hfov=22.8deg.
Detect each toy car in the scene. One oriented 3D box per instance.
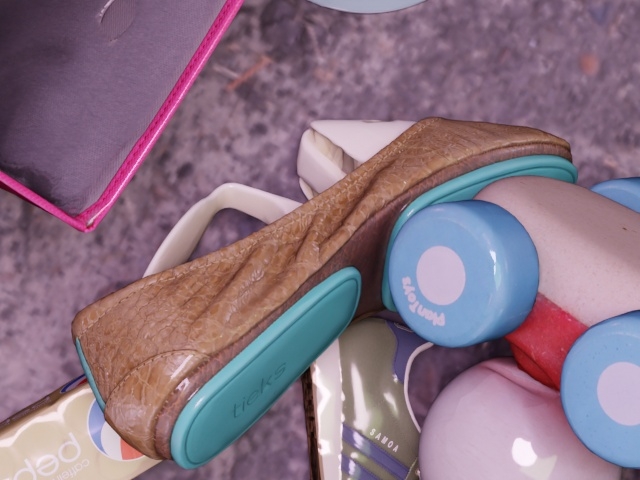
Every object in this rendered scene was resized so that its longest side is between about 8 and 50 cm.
[{"bbox_3d":[0.137,0.105,0.860,0.219,0.210,0.238,-10,127,-51],"label":"toy car"}]

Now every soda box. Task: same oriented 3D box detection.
[{"bbox_3d":[-0.140,0.116,0.906,0.181,0.058,0.061,-30,97,-12],"label":"soda box"}]

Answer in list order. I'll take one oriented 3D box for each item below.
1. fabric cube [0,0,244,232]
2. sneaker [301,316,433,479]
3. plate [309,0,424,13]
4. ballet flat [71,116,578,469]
[{"bbox_3d":[-0.188,-0.195,0.750,0.259,0.258,0.254,37,82,-37],"label":"fabric cube"},{"bbox_3d":[0.038,0.139,0.945,0.086,0.064,0.192,-4,88,-9],"label":"sneaker"},{"bbox_3d":[0.028,-0.233,0.963,0.188,0.024,0.188,0,90,-15],"label":"plate"},{"bbox_3d":[0.000,0.000,0.902,0.342,0.116,0.124,-33,60,-31],"label":"ballet flat"}]
